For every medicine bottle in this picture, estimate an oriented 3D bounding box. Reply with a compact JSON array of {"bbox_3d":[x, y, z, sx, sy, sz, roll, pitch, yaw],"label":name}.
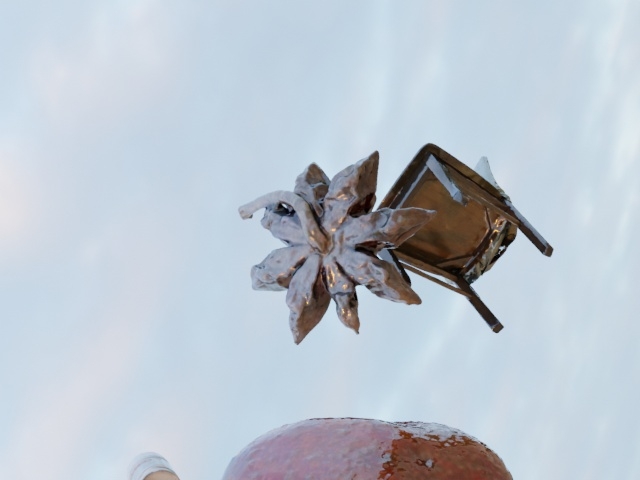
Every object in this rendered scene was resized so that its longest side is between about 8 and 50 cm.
[{"bbox_3d":[-0.198,0.288,2.323,0.089,0.057,0.057,-147,72,-74],"label":"medicine bottle"}]

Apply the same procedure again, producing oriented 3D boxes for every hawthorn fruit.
[{"bbox_3d":[0.009,0.247,1.557,0.254,0.300,0.254,-18,-66,-46],"label":"hawthorn fruit"}]

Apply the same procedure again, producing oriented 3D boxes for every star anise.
[{"bbox_3d":[0.000,0.001,2.135,0.081,0.262,0.230,10,-76,-58],"label":"star anise"}]

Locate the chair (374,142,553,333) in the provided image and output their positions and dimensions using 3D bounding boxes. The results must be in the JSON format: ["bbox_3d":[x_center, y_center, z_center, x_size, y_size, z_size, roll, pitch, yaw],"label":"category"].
[{"bbox_3d":[0.161,-0.030,2.523,0.160,0.186,0.319,-57,25,14],"label":"chair"}]
